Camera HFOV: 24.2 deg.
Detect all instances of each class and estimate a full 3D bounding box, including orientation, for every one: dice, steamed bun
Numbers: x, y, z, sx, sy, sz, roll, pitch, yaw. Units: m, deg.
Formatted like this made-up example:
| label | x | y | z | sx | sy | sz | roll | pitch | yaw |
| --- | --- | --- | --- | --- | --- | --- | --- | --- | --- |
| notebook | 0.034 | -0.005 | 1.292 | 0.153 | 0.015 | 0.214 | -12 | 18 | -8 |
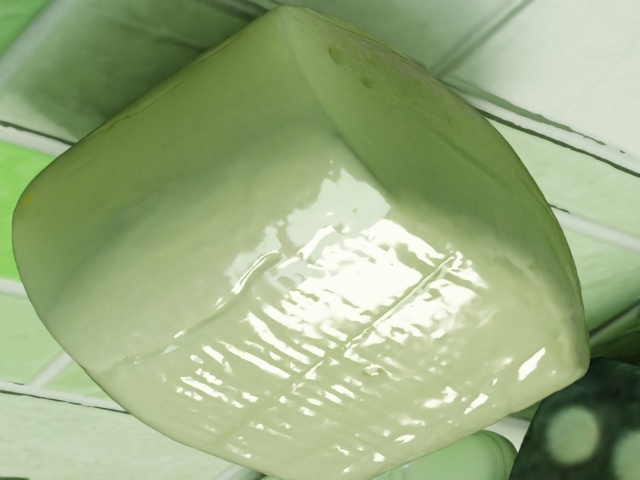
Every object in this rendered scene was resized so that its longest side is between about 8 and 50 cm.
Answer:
| label | x | y | z | sx | sy | sz | roll | pitch | yaw |
| --- | --- | --- | --- | --- | --- | --- | --- | --- | --- |
| dice | 0.240 | 0.190 | 1.003 | 0.182 | 0.181 | 0.183 | 17 | 176 | 43 |
| steamed bun | 0.000 | 0.000 | 0.694 | 0.200 | 0.154 | 0.250 | -33 | 137 | 22 |

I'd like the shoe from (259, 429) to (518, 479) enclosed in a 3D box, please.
| label | x | y | z | sx | sy | sz | roll | pitch | yaw |
| --- | --- | --- | --- | --- | --- | --- | --- | --- | --- |
| shoe | 0.013 | 0.202 | 1.072 | 0.265 | 0.095 | 0.110 | -30 | 144 | 28 |
